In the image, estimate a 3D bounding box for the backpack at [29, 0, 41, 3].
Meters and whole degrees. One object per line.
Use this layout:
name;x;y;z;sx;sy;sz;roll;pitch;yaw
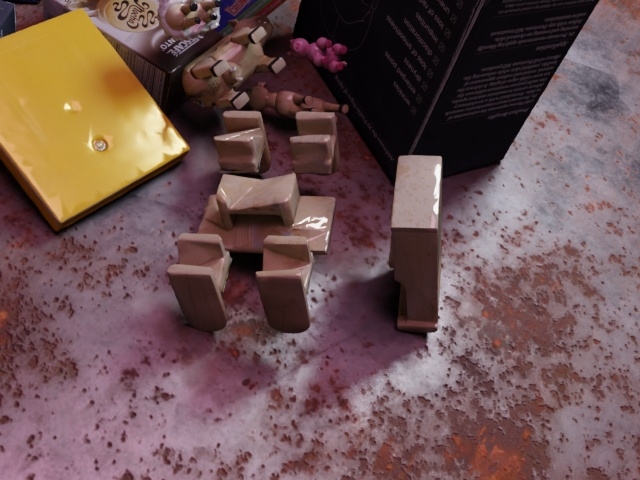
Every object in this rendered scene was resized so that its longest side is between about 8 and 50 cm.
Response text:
backpack;-0.611;-0.542;1.580;0.105;0.084;0.114;-3;52;-23

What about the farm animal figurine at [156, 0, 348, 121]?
farm animal figurine;-0.124;-0.331;1.463;0.327;0.330;0.172;-31;27;-29

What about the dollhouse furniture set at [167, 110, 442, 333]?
dollhouse furniture set;0.000;0.000;1.313;0.395;0.256;0.362;2;49;10

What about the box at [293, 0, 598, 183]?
box;0.213;-0.451;1.519;0.298;0.471;0.479;-14;59;-28

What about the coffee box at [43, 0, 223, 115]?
coffee box;-0.359;-0.388;1.517;0.297;0.118;0.168;33;50;9

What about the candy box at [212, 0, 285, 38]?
candy box;-0.145;-0.586;1.636;0.122;0.268;0.317;37;40;-35

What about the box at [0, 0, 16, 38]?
box;-0.647;-0.341;1.395;0.153;0.108;0.207;16;50;-6

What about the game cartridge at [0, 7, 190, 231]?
game cartridge;-0.425;-0.213;1.340;0.285;0.053;0.323;-37;89;-36
